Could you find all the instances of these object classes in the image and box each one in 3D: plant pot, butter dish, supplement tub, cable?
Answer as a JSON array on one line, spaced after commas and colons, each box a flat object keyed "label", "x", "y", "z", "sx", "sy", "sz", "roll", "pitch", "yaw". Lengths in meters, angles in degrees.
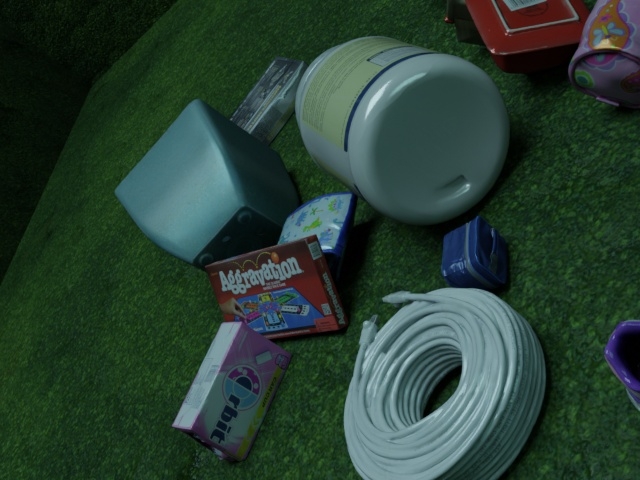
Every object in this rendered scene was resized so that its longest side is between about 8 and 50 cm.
[{"label": "plant pot", "x": -0.183, "y": -0.057, "z": 1.587, "sx": 0.248, "sy": 0.247, "sz": 0.252, "roll": -47, "pitch": 45, "yaw": 12}, {"label": "butter dish", "x": 0.302, "y": -0.295, "z": 1.251, "sx": 0.160, "sy": 0.118, "sz": 0.160, "roll": -11, "pitch": 51, "yaw": -1}, {"label": "supplement tub", "x": 0.104, "y": -0.175, "z": 1.276, "sx": 0.235, "sy": 0.235, "sz": 0.325, "roll": -51, "pitch": 27, "yaw": 3}, {"label": "cable", "x": 0.134, "y": 0.174, "z": 0.983, "sx": 0.257, "sy": 0.089, "sz": 0.257, "roll": -13, "pitch": 48, "yaw": 50}]

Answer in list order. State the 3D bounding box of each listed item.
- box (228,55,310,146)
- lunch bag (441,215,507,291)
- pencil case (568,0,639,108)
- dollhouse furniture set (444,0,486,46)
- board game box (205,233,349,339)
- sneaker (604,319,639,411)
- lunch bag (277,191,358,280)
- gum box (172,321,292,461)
[{"label": "box", "x": -0.119, "y": -0.312, "z": 1.973, "sx": 0.231, "sy": 0.056, "sz": 0.183, "roll": -54, "pitch": 28, "yaw": -2}, {"label": "lunch bag", "x": 0.199, "y": 0.018, "z": 1.084, "sx": 0.065, "sy": 0.067, "sz": 0.098, "roll": -31, "pitch": 33, "yaw": 35}, {"label": "pencil case", "x": 0.414, "y": -0.303, "z": 1.083, "sx": 0.124, "sy": 0.124, "sz": 0.284, "roll": -4, "pitch": 53, "yaw": 55}, {"label": "dollhouse furniture set", "x": 0.279, "y": -0.460, "z": 1.380, "sx": 0.262, "sy": 0.135, "sz": 0.259, "roll": 15, "pitch": 80, "yaw": 19}, {"label": "board game box", "x": -0.077, "y": 0.084, "z": 1.368, "sx": 0.027, "sy": 0.145, "sz": 0.281, "roll": -22, "pitch": 5, "yaw": -40}, {"label": "sneaker", "x": 0.330, "y": 0.125, "z": 0.720, "sx": 0.095, "sy": 0.104, "sz": 0.236, "roll": -55, "pitch": 28, "yaw": -7}, {"label": "lunch bag", "x": 0.000, "y": 0.000, "z": 1.383, "sx": 0.151, "sy": 0.096, "sz": 0.129, "roll": -36, "pitch": 30, "yaw": 48}, {"label": "gum box", "x": -0.134, "y": 0.231, "z": 1.305, "sx": 0.062, "sy": 0.107, "sz": 0.188, "roll": -9, "pitch": 50, "yaw": 53}]
